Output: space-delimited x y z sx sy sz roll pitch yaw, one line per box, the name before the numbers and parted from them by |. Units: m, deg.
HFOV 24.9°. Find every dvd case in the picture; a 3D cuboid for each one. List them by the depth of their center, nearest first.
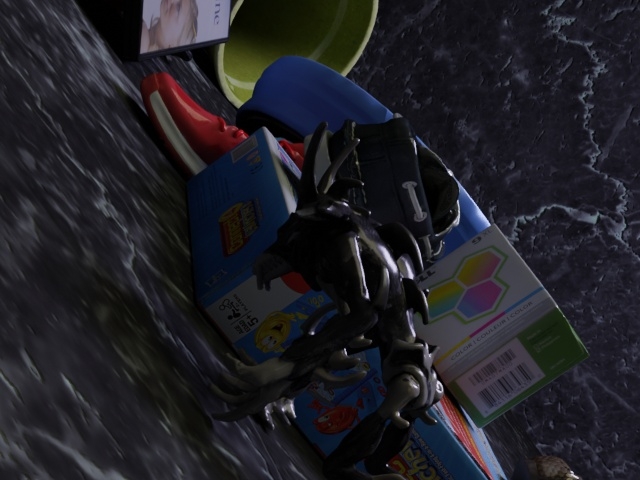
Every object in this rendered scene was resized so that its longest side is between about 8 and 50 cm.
dvd case | -0.138 -0.281 1.472 0.253 0.022 0.180 -36 132 -70

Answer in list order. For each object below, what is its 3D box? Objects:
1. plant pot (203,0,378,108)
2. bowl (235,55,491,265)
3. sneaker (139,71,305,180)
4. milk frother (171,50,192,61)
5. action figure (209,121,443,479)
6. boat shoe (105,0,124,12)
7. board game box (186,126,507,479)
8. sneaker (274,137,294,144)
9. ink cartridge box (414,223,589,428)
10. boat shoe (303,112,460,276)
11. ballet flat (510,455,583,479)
plant pot | -0.101 -0.360 2.099 0.254 0.276 0.276 44 -2 36
bowl | 0.054 -0.026 1.579 0.391 0.077 0.391 45 -14 14
sneaker | -0.054 -0.082 1.291 0.221 0.128 0.087 54 4 -19
milk frother | -0.161 -0.294 1.659 0.129 0.135 0.143 58 7 28
action figure | 0.009 0.076 0.852 0.164 0.141 0.275 34 37 -69
boat shoe | -0.249 -0.366 1.466 0.342 0.123 0.123 45 8 -46
board game box | 0.021 0.084 1.145 0.302 0.086 0.308 53 6 -18
sneaker | 0.000 0.000 1.421 0.228 0.092 0.087 55 3 -25
ink cartridge box | 0.132 0.055 1.227 0.062 0.109 0.209 52 6 -29
boat shoe | 0.075 -0.031 1.242 0.302 0.091 0.114 24 52 -72
ballet flat | 0.173 0.236 1.188 0.250 0.058 0.084 99 -12 -60
